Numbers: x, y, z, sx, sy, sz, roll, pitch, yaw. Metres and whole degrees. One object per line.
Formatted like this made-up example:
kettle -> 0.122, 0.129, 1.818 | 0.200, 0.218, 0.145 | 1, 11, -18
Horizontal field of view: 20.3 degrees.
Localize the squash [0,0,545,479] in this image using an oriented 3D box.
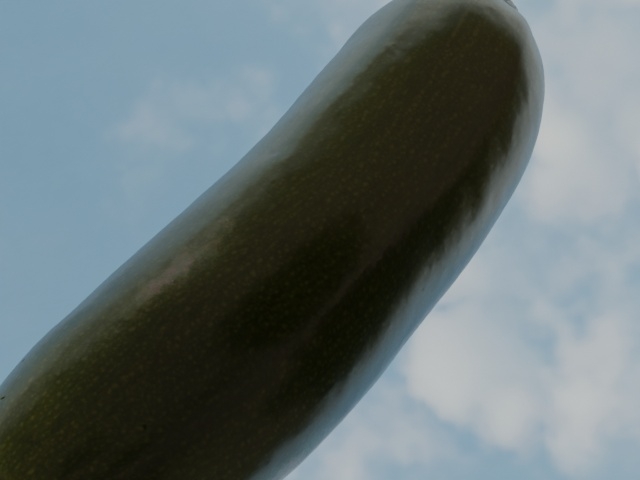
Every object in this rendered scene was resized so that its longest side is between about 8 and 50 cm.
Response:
squash -> 0.000, 0.000, 0.462 | 0.069, 0.069, 0.258 | 51, -131, -11
